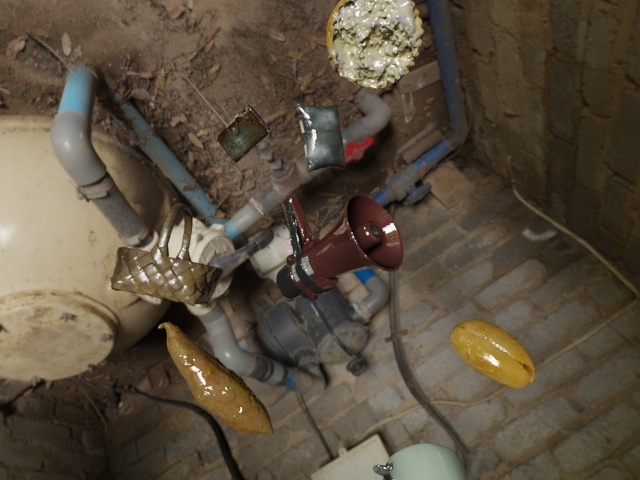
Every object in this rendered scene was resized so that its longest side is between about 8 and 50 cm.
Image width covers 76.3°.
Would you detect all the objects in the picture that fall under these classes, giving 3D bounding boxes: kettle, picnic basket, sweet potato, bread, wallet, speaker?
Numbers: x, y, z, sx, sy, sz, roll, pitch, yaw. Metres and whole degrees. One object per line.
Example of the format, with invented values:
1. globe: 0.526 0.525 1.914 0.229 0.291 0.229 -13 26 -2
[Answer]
1. kettle: 0.182 0.515 0.717 0.241 0.255 0.165 19 113 -7
2. picnic basket: -0.477 0.036 1.330 0.338 0.336 0.293 -27 176 -7
3. sweet potato: -0.141 0.186 0.533 0.060 0.206 0.068 -42 180 -43
4. bread: 0.376 0.240 0.888 0.114 0.189 0.077 -39 149 -34
5. wallet: -0.281 -0.376 1.454 0.232 0.031 0.122 -26 110 44
6. bread: 0.152 -0.569 1.147 0.275 0.149 0.273 8 124 12
7. speaker: -0.002 0.006 1.003 0.330 0.198 0.259 -25 104 35

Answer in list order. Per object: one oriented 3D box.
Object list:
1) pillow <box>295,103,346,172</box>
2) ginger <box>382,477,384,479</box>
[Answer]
1. pillow: 0.009 -0.378 1.499 0.186 0.106 0.249 -14 97 -33
2. ginger: 0.254 0.574 0.906 0.288 0.089 0.075 -11 144 39
